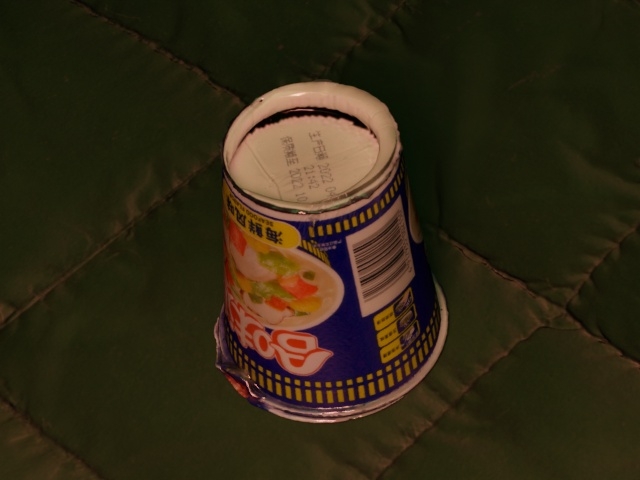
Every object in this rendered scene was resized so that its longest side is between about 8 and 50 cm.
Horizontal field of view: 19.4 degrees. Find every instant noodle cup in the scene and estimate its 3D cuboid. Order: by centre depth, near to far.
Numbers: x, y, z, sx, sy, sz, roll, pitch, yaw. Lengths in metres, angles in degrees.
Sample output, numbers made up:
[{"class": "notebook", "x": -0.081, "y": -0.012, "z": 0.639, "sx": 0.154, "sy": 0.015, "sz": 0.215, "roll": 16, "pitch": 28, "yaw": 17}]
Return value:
[{"class": "instant noodle cup", "x": 0.000, "y": 0.000, "z": 2.081, "sx": 0.284, "sy": 0.312, "sz": 0.284, "roll": -3, "pitch": 49, "yaw": 4}]
